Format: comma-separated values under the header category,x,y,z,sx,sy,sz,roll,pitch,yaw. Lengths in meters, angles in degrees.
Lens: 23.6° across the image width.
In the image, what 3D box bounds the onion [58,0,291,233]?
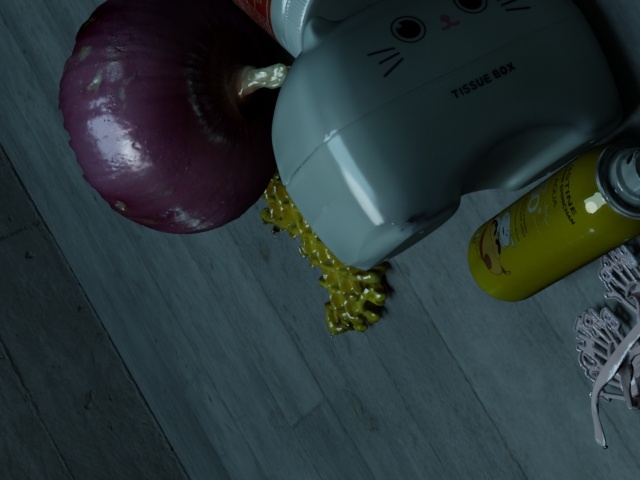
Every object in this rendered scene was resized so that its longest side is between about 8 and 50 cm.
category,x,y,z,sx,sy,sz,roll,pitch,yaw
onion,-0.176,-0.190,2.150,0.358,0.345,0.358,-7,-90,-84

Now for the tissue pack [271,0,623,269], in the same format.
category,x,y,z,sx,sy,sz,roll,pitch,yaw
tissue pack,0.115,-0.140,1.563,0.236,0.333,0.229,61,157,7

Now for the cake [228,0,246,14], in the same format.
category,x,y,z,sx,sy,sz,roll,pitch,yaw
cake,-0.166,-0.450,2.152,0.116,0.113,0.295,30,153,54

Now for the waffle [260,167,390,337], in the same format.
category,x,y,z,sx,sy,sz,roll,pitch,yaw
waffle,0.000,0.000,2.271,0.293,0.069,0.260,56,156,13

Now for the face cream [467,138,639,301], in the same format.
category,x,y,z,sx,sy,sz,roll,pitch,yaw
face cream,0.272,-0.024,1.648,0.105,0.105,0.349,61,156,5

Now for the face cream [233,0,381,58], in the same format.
category,x,y,z,sx,sy,sz,roll,pitch,yaw
face cream,0.004,-0.316,1.776,0.187,0.201,0.201,46,151,34

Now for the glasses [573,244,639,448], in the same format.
category,x,y,z,sx,sy,sz,roll,pitch,yaw
glasses,0.327,0.121,1.704,0.162,0.095,0.255,57,154,35
